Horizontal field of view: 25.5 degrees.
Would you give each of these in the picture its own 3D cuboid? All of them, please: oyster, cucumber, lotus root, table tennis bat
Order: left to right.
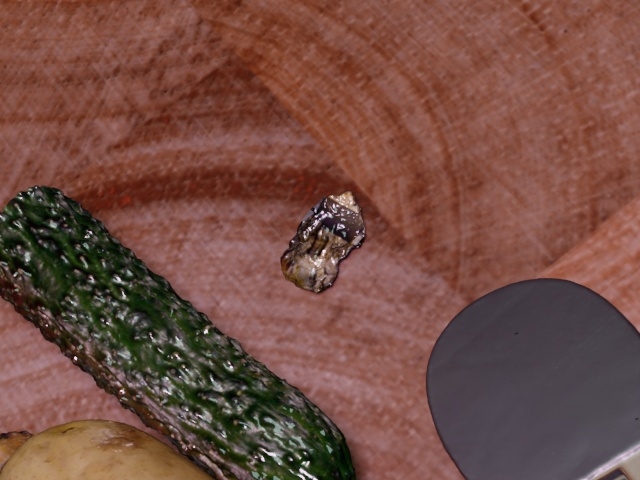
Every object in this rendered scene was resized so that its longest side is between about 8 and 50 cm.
[{"bbox_3d":[-0.125,0.212,0.910,0.284,0.146,0.160,32,66,31],"label":"lotus root"},{"bbox_3d":[-0.105,0.087,1.005,0.359,0.096,0.096,36,78,28],"label":"cucumber"},{"bbox_3d":[0.002,-0.003,1.058,0.054,0.019,0.083,26,73,29],"label":"oyster"},{"bbox_3d":[0.172,0.138,0.927,0.154,0.021,0.274,-31,55,0],"label":"table tennis bat"}]
